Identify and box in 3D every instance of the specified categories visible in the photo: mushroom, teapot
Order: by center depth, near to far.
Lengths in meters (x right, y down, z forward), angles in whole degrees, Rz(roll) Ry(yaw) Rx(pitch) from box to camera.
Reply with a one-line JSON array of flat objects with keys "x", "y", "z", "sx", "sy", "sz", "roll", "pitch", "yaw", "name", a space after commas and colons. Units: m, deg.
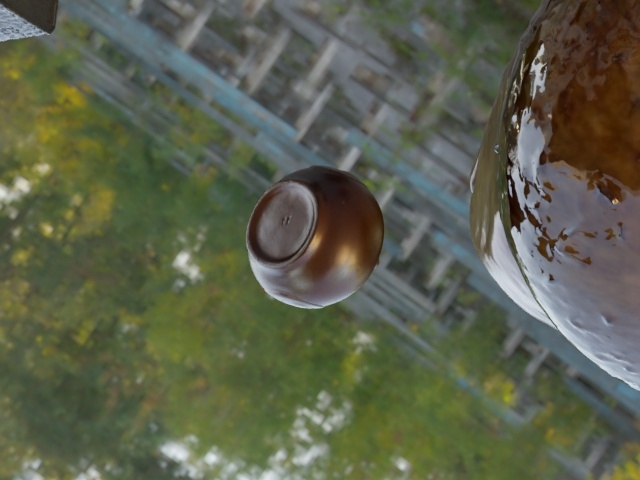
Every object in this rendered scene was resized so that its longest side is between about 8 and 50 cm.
[{"x": 0.263, "y": -0.094, "z": 0.808, "sx": 0.331, "sy": 0.334, "sz": 0.356, "roll": 69, "pitch": -169, "yaw": -52, "name": "mushroom"}, {"x": 0.000, "y": 0.000, "z": 0.918, "sx": 0.078, "sy": 0.098, "sz": 0.129, "roll": 24, "pitch": 174, "yaw": -36, "name": "teapot"}]

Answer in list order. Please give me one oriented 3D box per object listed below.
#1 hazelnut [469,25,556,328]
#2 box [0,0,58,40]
[{"x": 0.291, "y": -0.038, "z": 1.109, "sx": 0.372, "sy": 0.315, "sz": 0.372, "roll": 41, "pitch": -167, "yaw": -11, "name": "hazelnut"}, {"x": -0.367, "y": -0.352, "z": 1.354, "sx": 0.143, "sy": 0.273, "sz": 0.184, "roll": -6, "pitch": 164, "yaw": 23, "name": "box"}]
